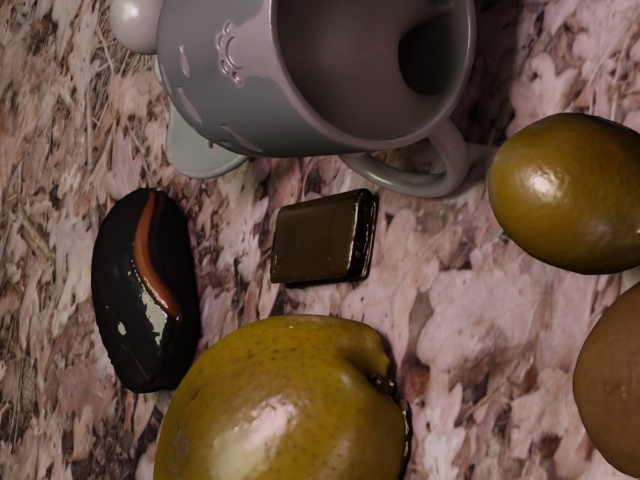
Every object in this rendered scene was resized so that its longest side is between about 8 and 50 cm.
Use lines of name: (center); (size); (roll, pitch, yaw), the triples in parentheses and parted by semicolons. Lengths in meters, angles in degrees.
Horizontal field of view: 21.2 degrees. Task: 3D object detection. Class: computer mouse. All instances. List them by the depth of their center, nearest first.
computer mouse: (-0.257, 0.066, 2.399); (0.183, 0.116, 0.323); (-55, 36, 42)

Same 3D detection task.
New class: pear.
pear: (-0.083, 0.245, 1.940); (0.386, 0.191, 0.340); (-53, 37, 35)

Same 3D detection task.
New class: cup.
cup: (0.010, -0.180, 1.828); (0.274, 0.356, 0.259); (0, 45, 55)

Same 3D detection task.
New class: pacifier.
pacifier: (-0.148, -0.257, 2.194); (0.288, 0.269, 0.343); (-37, 49, 26)

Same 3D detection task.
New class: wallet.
wallet: (0.000, 0.000, 2.059); (0.198, 0.031, 0.110); (-8, 72, 60)

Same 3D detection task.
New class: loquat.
loquat: (0.241, -0.040, 1.534); (0.195, 0.152, 0.152); (36, 112, 34)

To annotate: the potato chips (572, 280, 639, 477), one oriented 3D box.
potato chips: (0.284, 0.117, 1.489); (0.195, 0.062, 0.208); (-65, 29, 16)
